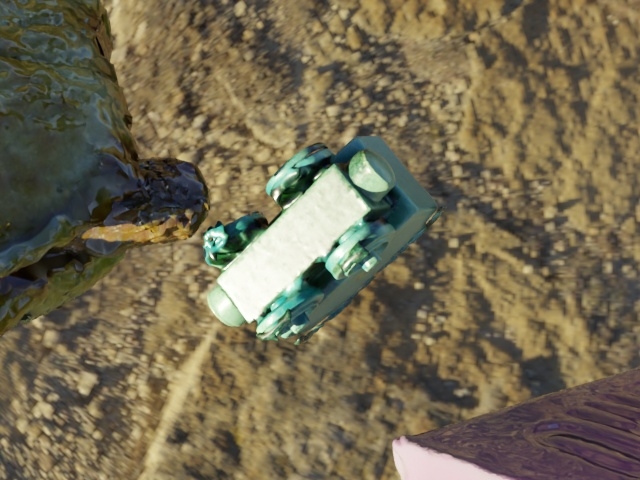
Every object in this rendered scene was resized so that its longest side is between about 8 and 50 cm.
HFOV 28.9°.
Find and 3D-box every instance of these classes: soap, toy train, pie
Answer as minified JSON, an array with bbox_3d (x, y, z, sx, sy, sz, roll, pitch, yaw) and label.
[{"bbox_3d":[0.137,0.107,0.533,0.203,0.122,0.065,-7,104,-43],"label":"soap"},{"bbox_3d":[0.000,0.000,1.081,0.203,0.163,0.112,-42,78,22],"label":"toy train"},{"bbox_3d":[-0.335,-0.113,1.010,0.395,0.180,0.418,-21,70,-34],"label":"pie"}]
